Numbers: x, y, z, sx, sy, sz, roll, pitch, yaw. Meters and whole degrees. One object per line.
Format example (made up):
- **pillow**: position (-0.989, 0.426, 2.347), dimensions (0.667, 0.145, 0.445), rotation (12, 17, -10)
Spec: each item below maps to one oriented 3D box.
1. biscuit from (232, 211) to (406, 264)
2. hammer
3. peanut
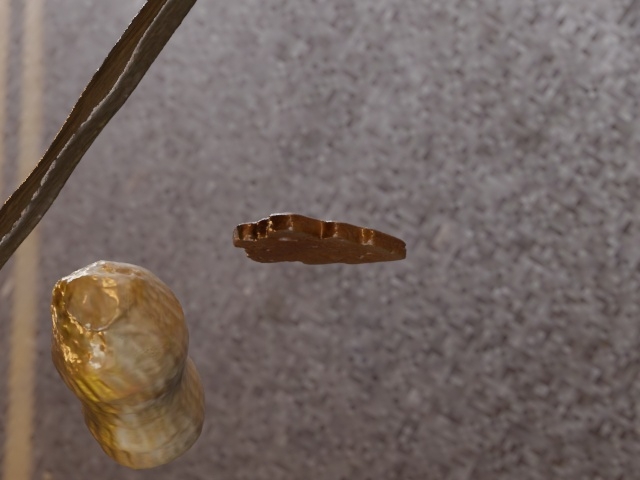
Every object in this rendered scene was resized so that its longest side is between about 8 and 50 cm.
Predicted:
- **biscuit**: position (0.000, 0.000, 1.416), dimensions (0.119, 0.130, 0.019), rotation (140, 134, -72)
- **hammer**: position (-0.095, -0.005, 0.588), dimensions (0.292, 0.029, 0.058), rotation (-53, 44, 10)
- **peanut**: position (-0.119, 0.080, 1.216), dimensions (0.206, 0.087, 0.087), rotation (78, -156, -59)
